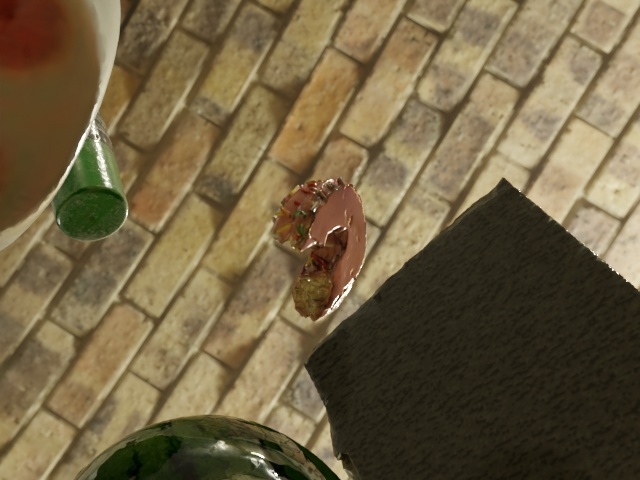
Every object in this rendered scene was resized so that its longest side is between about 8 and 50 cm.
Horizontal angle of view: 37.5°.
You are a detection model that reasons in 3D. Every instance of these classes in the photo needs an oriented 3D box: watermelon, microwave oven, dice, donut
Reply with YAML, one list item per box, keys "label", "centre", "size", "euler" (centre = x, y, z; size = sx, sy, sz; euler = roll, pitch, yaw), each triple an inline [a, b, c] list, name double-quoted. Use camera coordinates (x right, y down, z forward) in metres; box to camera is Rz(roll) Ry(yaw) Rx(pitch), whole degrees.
- label: "watermelon"
  centre: [-0.056, 0.200, 0.504]
  size: [0.188, 0.214, 0.188]
  euler: [-14, 146, -10]
- label: "microwave oven"
  centre: [0.211, 0.197, 0.910]
  size: [0.374, 0.236, 0.432]
  euler: [-43, -149, 5]
- label: "dice"
  centre: [-0.354, -0.168, 0.736]
  size: [0.304, 0.304, 0.277]
  euler: [31, -86, 56]
- label: "donut"
  centre: [0.000, 0.000, 1.507]
  size: [0.199, 0.085, 0.232]
  euler: [-52, 142, -39]

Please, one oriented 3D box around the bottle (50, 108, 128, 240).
- label: "bottle"
  centre: [-0.322, -0.137, 1.215]
  size: [0.093, 0.093, 0.330]
  euler: [-61, -142, 32]
